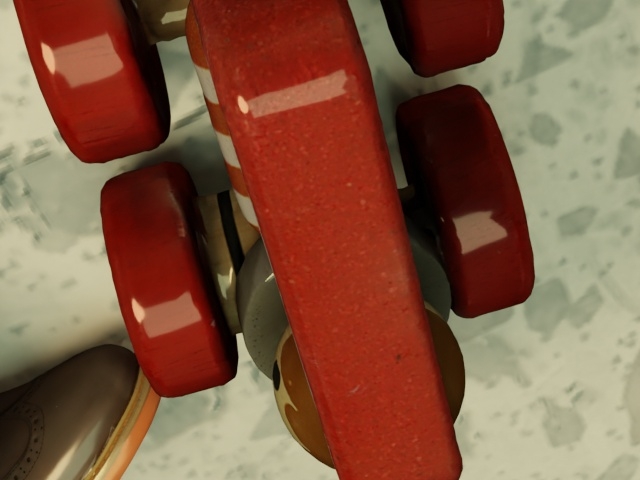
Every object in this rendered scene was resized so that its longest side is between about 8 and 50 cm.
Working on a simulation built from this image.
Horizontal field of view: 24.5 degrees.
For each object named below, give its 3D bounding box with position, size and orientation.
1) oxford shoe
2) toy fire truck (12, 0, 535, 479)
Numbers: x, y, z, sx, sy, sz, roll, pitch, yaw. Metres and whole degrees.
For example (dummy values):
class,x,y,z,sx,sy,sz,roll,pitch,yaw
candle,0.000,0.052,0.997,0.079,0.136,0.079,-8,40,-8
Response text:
class,x,y,z,sx,sy,sz,roll,pitch,yaw
oxford shoe,-0.192,0.120,0.684,0.271,0.097,0.098,-35,117,14
toy fire truck,0.000,0.000,0.530,0.169,0.254,0.302,-14,127,0
